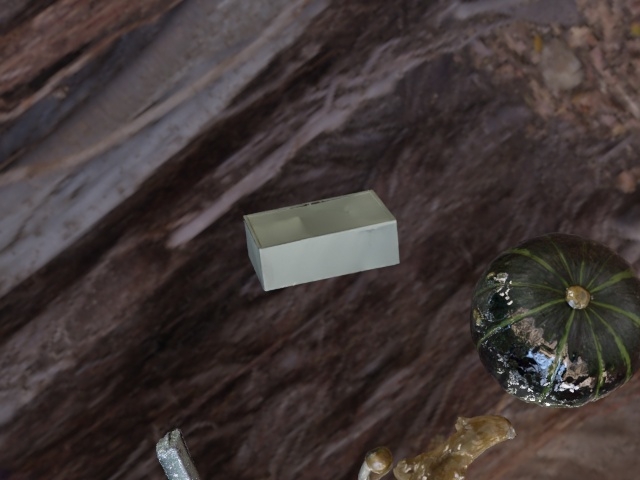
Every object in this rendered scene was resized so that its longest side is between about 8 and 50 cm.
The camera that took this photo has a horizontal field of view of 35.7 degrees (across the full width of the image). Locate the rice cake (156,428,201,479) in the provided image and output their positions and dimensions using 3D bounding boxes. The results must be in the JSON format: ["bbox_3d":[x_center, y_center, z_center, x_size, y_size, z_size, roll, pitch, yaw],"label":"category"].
[{"bbox_3d":[-0.177,0.343,1.372,0.043,0.034,0.211,-92,-12,-52],"label":"rice cake"}]

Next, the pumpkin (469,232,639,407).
[{"bbox_3d":[0.422,0.140,1.756,0.323,0.323,0.241,52,156,24],"label":"pumpkin"}]

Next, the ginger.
[{"bbox_3d":[0.164,0.389,1.513,0.081,0.333,0.148,43,174,-40],"label":"ginger"}]

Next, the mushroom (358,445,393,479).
[{"bbox_3d":[0.089,0.369,1.606,0.306,0.068,0.043,77,175,-73],"label":"mushroom"}]

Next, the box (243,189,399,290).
[{"bbox_3d":[0.000,0.000,1.609,0.129,0.225,0.086,-120,22,-61],"label":"box"}]
